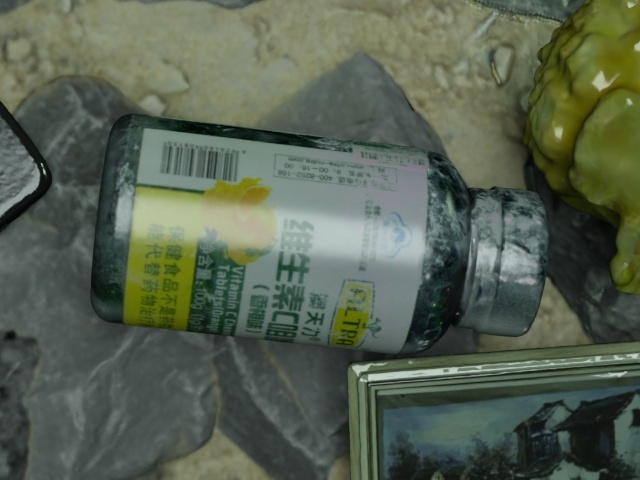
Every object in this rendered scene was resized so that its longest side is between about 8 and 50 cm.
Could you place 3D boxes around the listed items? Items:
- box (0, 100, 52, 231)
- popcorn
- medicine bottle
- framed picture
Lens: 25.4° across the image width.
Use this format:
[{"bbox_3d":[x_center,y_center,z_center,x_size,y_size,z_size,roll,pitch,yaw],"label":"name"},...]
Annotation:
[{"bbox_3d":[-0.266,-0.051,0.985,0.125,0.027,0.126,-40,88,-11],"label":"box"},{"bbox_3d":[0.267,-0.089,0.970,0.256,0.195,0.255,5,74,-6],"label":"popcorn"},{"bbox_3d":[0.000,0.000,0.949,0.293,0.141,0.141,6,83,-6],"label":"medicine bottle"},{"bbox_3d":[0.168,0.185,0.976,0.296,0.019,0.232,-5,102,-7],"label":"framed picture"}]
